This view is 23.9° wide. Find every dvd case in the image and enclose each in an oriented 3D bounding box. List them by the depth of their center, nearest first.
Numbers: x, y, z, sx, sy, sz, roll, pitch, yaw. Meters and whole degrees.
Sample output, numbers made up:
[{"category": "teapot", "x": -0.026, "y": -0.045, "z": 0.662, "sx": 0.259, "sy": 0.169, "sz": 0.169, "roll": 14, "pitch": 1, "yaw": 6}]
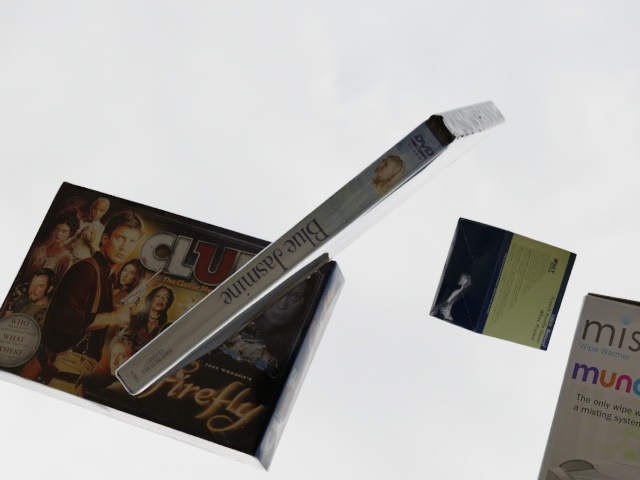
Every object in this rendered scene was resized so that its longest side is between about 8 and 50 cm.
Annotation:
[{"category": "dvd case", "x": 0.000, "y": 0.000, "z": 0.947, "sx": 0.253, "sy": 0.180, "sz": 0.022, "roll": -39, "pitch": -95, "yaw": 18}]

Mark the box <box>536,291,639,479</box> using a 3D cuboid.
[{"category": "box", "x": 0.228, "y": 0.172, "z": 1.068, "sx": 0.127, "sy": 0.262, "sz": 0.231, "roll": 14, "pitch": -96, "yaw": 19}]

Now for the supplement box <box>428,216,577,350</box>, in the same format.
[{"category": "supplement box", "x": 0.143, "y": 0.034, "z": 1.180, "sx": 0.083, "sy": 0.056, "sz": 0.083, "roll": 16, "pitch": -87, "yaw": -38}]

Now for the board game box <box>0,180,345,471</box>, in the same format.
[{"category": "board game box", "x": -0.123, "y": 0.061, "z": 1.166, "sx": 0.243, "sy": 0.042, "sz": 0.165, "roll": 16, "pitch": -110, "yaw": 18}]
